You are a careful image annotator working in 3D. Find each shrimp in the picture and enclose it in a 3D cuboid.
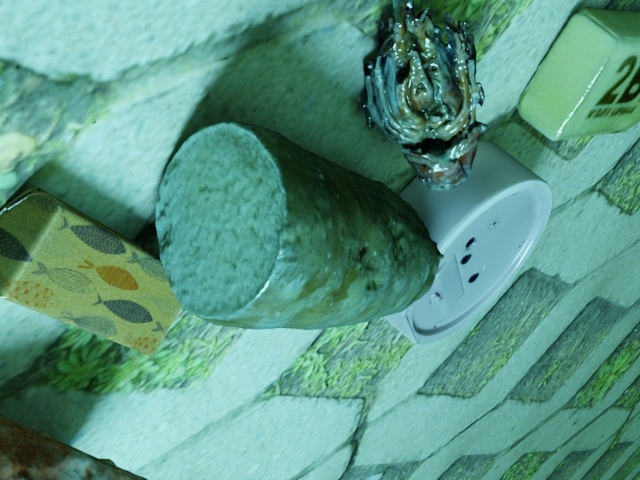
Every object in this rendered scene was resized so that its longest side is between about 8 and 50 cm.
[{"bbox_3d":[0.071,-0.114,0.764,0.090,0.079,0.233,-10,150,11],"label":"shrimp"}]

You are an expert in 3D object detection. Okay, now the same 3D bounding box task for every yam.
[{"bbox_3d":[0.000,0.000,0.768,0.133,0.133,0.330,-54,157,13],"label":"yam"}]

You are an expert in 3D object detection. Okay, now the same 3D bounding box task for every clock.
[{"bbox_3d":[0.129,0.003,1.001,0.197,0.068,0.196,-33,149,-23],"label":"clock"}]

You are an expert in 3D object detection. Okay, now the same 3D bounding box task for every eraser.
[{"bbox_3d":[0.273,-0.158,1.003,0.172,0.058,0.117,-11,136,-49],"label":"eraser"}]

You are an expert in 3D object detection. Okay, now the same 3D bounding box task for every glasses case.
[{"bbox_3d":[-0.146,0.022,0.673,0.064,0.041,0.170,-58,152,-4],"label":"glasses case"}]

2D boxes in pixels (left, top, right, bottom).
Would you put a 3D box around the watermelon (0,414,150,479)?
[{"bbox_3d":[-0.231,0.179,0.690,0.193,0.140,0.257,-45,143,5],"label":"watermelon"}]
